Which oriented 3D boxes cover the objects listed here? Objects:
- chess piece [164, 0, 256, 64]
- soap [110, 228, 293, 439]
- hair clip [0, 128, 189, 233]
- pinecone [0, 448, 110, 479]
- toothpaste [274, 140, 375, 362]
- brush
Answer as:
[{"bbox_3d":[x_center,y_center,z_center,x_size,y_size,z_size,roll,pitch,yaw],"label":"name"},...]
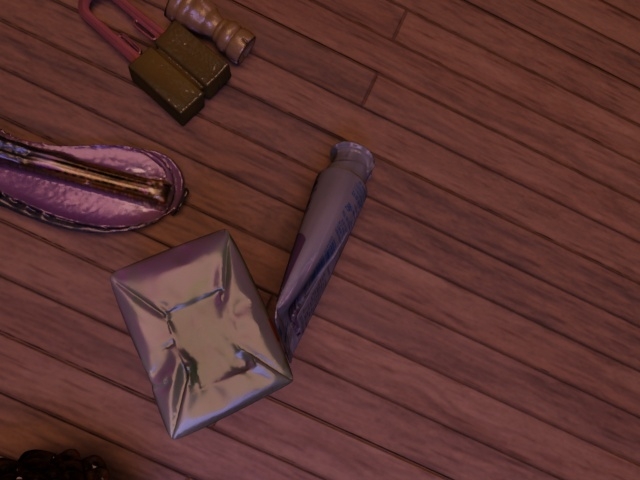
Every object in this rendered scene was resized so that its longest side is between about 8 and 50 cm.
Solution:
[{"bbox_3d":[-0.155,-0.307,0.798,0.122,0.066,0.066,38,75,-6],"label":"chess piece"},{"bbox_3d":[-0.128,0.105,0.641,0.138,0.199,0.182,-24,82,-10],"label":"soap"},{"bbox_3d":[-0.355,-0.090,0.722,0.358,0.096,0.110,18,41,-13],"label":"hair clip"},{"bbox_3d":[-0.286,0.337,0.566,0.221,0.221,0.221,2,78,-9],"label":"pinecone"},{"bbox_3d":[0.000,0.000,0.704,0.073,0.114,0.299,13,56,13],"label":"toothpaste"},{"bbox_3d":[-0.245,-0.277,0.781,0.233,0.047,0.103,41,78,2],"label":"brush"}]
